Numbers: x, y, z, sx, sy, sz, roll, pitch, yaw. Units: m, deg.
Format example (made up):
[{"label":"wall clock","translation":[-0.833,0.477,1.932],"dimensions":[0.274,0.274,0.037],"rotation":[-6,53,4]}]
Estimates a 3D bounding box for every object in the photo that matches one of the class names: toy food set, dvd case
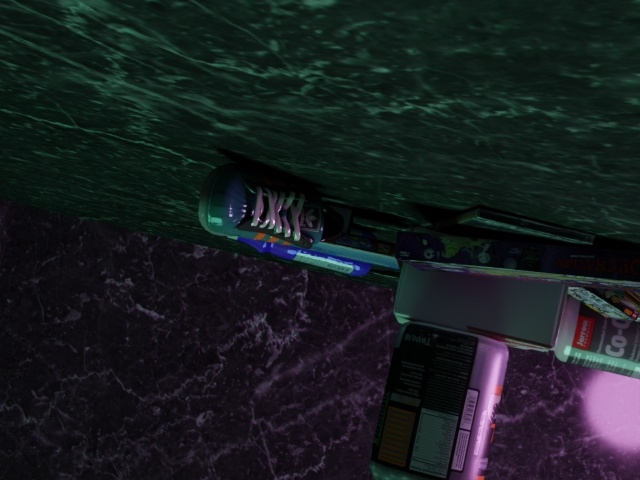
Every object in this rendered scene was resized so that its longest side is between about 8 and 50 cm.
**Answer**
[{"label":"toy food set","translation":[0.591,0.130,1.596],"dimensions":[0.132,0.039,0.192],"rotation":[44,-169,30]},{"label":"dvd case","translation":[0.270,-0.012,1.267],"dimensions":[0.164,0.018,0.221],"rotation":[12,174,-6]}]

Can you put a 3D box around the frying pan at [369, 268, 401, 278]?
[{"label":"frying pan","translation":[0.298,0.097,2.186],"dimensions":[0.326,0.053,0.197],"rotation":[12,175,19]}]

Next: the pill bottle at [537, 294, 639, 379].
[{"label":"pill bottle","translation":[0.605,0.201,1.932],"dimensions":[0.283,0.161,0.161],"rotation":[12,175,11]}]

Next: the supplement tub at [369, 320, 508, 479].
[{"label":"supplement tub","translation":[0.194,0.307,1.485],"dimensions":[0.193,0.316,0.193],"rotation":[13,173,2]}]

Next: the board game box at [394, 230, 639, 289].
[{"label":"board game box","translation":[0.299,0.033,1.301],"dimensions":[0.346,0.056,0.208],"rotation":[5,179,18]}]

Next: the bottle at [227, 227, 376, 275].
[{"label":"bottle","translation":[-0.037,-0.004,1.711],"dimensions":[0.282,0.092,0.118],"rotation":[14,174,-10]}]

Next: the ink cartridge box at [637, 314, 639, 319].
[{"label":"ink cartridge box","translation":[0.667,0.141,1.732],"dimensions":[0.122,0.052,0.088],"rotation":[12,175,24]}]

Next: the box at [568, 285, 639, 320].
[{"label":"box","translation":[0.531,0.110,1.696],"dimensions":[0.137,0.027,0.094],"rotation":[30,171,-15]}]

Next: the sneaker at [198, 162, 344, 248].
[{"label":"sneaker","translation":[-0.061,-0.047,1.291],"dimensions":[0.121,0.108,0.302],"rotation":[10,-178,24]}]

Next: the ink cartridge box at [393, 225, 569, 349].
[{"label":"ink cartridge box","translation":[0.287,0.101,1.653],"dimensions":[0.279,0.161,0.385],"rotation":[12,175,7]}]

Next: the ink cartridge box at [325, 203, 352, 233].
[{"label":"ink cartridge box","translation":[-0.048,-0.048,1.530],"dimensions":[0.207,0.046,0.097],"rotation":[13,174,5]}]

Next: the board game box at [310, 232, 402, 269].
[{"label":"board game box","translation":[0.000,0.000,1.511],"dimensions":[0.281,0.027,0.145],"rotation":[12,171,9]}]
